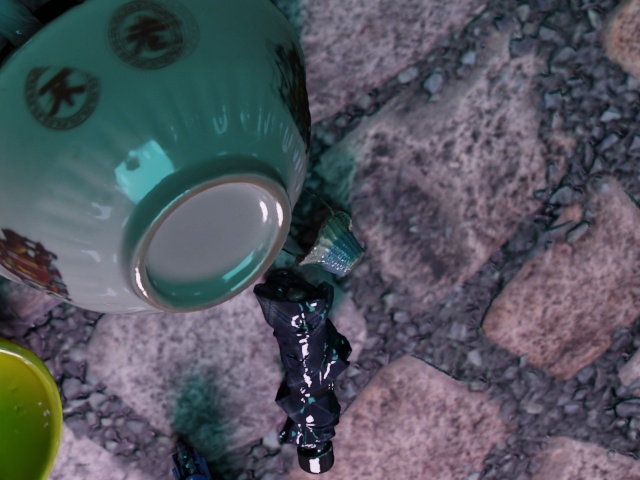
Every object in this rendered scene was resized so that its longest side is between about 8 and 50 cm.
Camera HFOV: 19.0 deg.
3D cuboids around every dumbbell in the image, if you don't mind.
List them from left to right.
[{"bbox_3d":[-0.280,-0.204,1.576,0.100,0.100,0.191,-42,119,8],"label":"dumbbell"}]

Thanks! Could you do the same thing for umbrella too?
[{"bbox_3d":[-0.007,0.129,1.848,0.071,0.080,0.224,-34,132,-37],"label":"umbrella"}]

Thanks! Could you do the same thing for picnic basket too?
[{"bbox_3d":[0.000,0.000,1.783,0.083,0.083,0.065,39,113,10],"label":"picnic basket"}]

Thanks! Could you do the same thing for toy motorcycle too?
[{"bbox_3d":[-0.101,0.293,1.875,0.076,0.114,0.205,-21,120,-5],"label":"toy motorcycle"}]

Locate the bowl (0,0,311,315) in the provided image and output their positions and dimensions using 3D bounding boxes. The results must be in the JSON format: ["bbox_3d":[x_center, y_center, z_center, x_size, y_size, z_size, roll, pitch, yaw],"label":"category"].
[{"bbox_3d":[-0.123,-0.043,1.607,0.337,0.157,0.337,-22,139,-21],"label":"bowl"}]

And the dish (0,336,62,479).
[{"bbox_3d":[-0.373,0.158,1.733,0.262,0.108,0.221,13,110,-24],"label":"dish"}]
